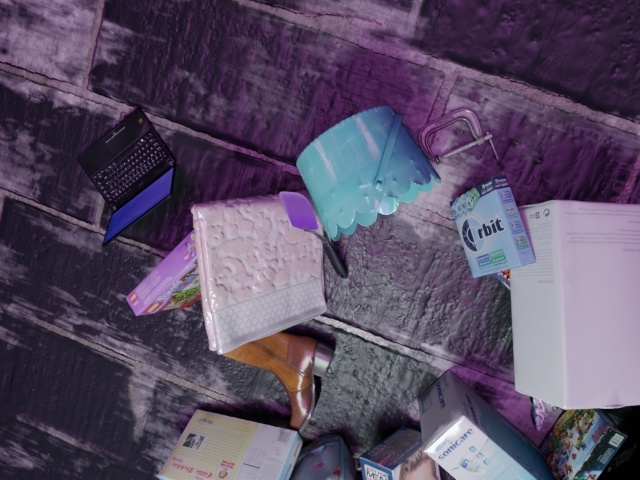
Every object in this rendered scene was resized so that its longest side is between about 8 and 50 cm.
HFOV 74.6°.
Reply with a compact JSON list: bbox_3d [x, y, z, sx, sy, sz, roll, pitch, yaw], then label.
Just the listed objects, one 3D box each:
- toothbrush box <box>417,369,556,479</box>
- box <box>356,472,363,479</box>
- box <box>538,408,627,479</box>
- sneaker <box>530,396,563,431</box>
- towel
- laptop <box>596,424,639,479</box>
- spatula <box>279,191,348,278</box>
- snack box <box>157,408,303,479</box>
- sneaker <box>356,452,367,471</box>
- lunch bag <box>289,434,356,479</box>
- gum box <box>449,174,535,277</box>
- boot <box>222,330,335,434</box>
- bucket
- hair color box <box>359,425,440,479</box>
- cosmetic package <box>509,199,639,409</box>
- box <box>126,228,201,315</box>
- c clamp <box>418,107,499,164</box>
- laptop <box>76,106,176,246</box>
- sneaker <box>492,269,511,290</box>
[{"bbox_3d":[0.378,0.476,0.966,0.295,0.216,0.126,42,103,0],"label":"toothbrush box"},{"bbox_3d":[0.050,0.747,1.122,0.260,0.103,0.185,-18,101,12],"label":"box"},{"bbox_3d":[0.576,0.481,0.962,0.044,0.159,0.233,26,102,5],"label":"box"},{"bbox_3d":[0.550,0.415,1.018,0.069,0.038,0.099,-6,99,11],"label":"sneaker"},{"bbox_3d":[-0.114,0.056,0.943,0.053,0.331,0.318,6,103,45],"label":"towel"},{"bbox_3d":[0.710,0.486,0.809,0.236,0.382,0.408,21,61,30],"label":"laptop"},{"bbox_3d":[0.000,0.000,0.966,0.084,0.297,0.030,8,57,39],"label":"spatula"},{"bbox_3d":[-0.226,0.548,1.055,0.321,0.187,0.060,1,128,24],"label":"snack box"},{"bbox_3d":[0.152,0.585,1.112,0.119,0.047,0.057,-34,104,14],"label":"sneaker"},{"bbox_3d":[-0.046,0.623,1.062,0.278,0.224,0.108,-27,99,7],"label":"lunch bag"},{"bbox_3d":[0.359,-0.024,0.897,0.041,0.157,0.185,-12,79,-17],"label":"gum box"},{"bbox_3d":[-0.130,0.344,1.092,0.280,0.096,0.265,19,105,8],"label":"boot"},{"bbox_3d":[0.095,-0.138,0.889,0.280,0.281,0.183,-29,85,13],"label":"bucket"},{"bbox_3d":[0.213,0.666,1.023,0.105,0.173,0.348,-7,94,48],"label":"hair color box"},{"bbox_3d":[0.517,0.121,0.844,0.216,0.156,0.386,3,86,-11],"label":"cosmetic package"},{"bbox_3d":[-0.293,0.062,1.014,0.293,0.201,0.057,-42,75,13],"label":"box"},{"bbox_3d":[0.311,-0.225,0.961,0.160,0.022,0.137,-18,96,11],"label":"c clamp"},{"bbox_3d":[-0.496,-0.161,1.047,0.234,0.136,0.265,-33,93,12],"label":"laptop"},{"bbox_3d":[0.460,0.090,0.955,0.221,0.087,0.083,42,102,1],"label":"sneaker"}]
